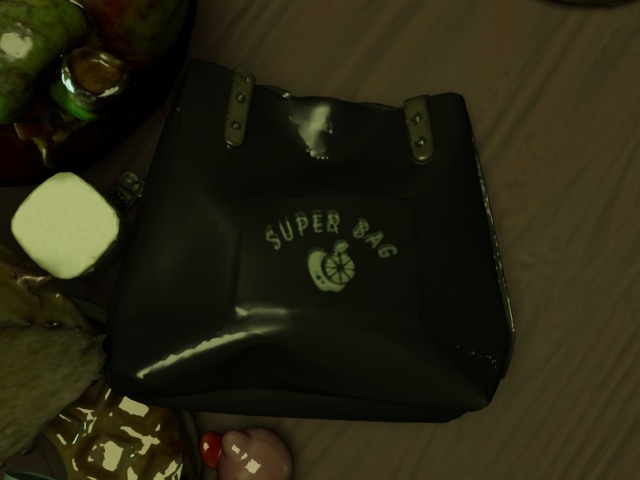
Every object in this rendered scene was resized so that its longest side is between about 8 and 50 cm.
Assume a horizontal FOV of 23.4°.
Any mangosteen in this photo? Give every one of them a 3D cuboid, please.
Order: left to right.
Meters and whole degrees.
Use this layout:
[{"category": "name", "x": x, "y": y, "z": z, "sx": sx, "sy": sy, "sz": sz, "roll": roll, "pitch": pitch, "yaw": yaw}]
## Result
[{"category": "mangosteen", "x": -0.227, "y": -0.173, "z": 1.224, "sx": 0.359, "sy": 0.306, "sz": 0.306, "roll": 37, "pitch": 93, "yaw": 31}]

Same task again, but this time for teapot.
[{"category": "teapot", "x": -0.192, "y": -0.020, "z": 1.285, "sx": 0.077, "sy": 0.200, "sz": 0.107, "roll": 42, "pitch": 86, "yaw": -1}]

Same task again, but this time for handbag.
[{"category": "handbag", "x": 0.000, "y": 0.000, "z": 1.279, "sx": 0.342, "sy": 0.152, "sz": 0.288, "roll": 5, "pitch": 75, "yaw": -14}]

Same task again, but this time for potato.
[{"category": "potato", "x": -0.355, "y": 0.056, "z": 1.191, "sx": 0.301, "sy": 0.289, "sz": 0.237, "roll": -50, "pitch": 60, "yaw": 35}]

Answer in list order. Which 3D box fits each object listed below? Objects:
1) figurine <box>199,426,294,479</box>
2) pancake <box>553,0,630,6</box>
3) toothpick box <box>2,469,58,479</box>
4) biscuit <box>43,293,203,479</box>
[{"category": "figurine", "x": -0.059, "y": 0.193, "z": 1.336, "sx": 0.071, "sy": 0.083, "sz": 0.067, "roll": -1, "pitch": 45, "yaw": 28}, {"category": "pancake", "x": 0.254, "y": -0.348, "z": 1.334, "sx": 0.286, "sy": 0.033, "sz": 0.288, "roll": -9, "pitch": 89, "yaw": 3}, {"category": "toothpick box", "x": -0.244, "y": 0.235, "z": 1.259, "sx": 0.052, "sy": 0.052, "sz": 0.083, "roll": 14, "pitch": 89, "yaw": 5}, {"category": "biscuit", "x": -0.261, "y": 0.204, "z": 1.338, "sx": 0.332, "sy": 0.103, "sz": 0.332, "roll": 0, "pitch": 89, "yaw": 6}]
